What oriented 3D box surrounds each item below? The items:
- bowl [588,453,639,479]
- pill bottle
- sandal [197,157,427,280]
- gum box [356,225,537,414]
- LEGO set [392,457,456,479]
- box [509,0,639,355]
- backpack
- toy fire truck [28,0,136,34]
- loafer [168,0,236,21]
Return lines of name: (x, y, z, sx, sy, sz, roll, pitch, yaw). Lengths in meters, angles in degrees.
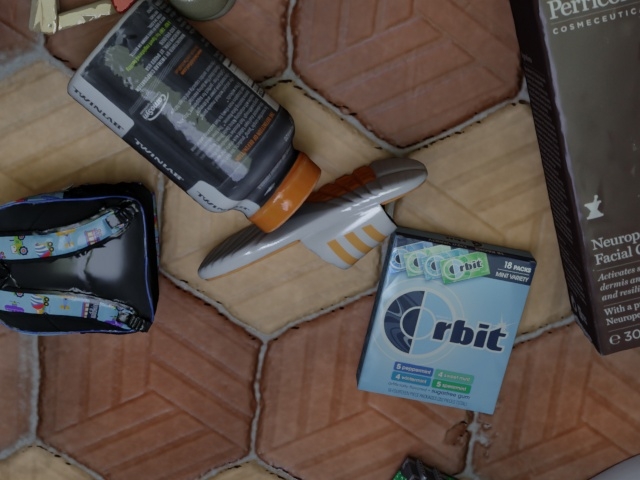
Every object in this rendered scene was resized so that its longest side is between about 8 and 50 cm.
bowl: (0.387, 0.326, 1.249, 0.142, 0.053, 0.142, -28, 107, 6)
pill bottle: (-0.115, -0.116, 1.053, 0.246, 0.130, 0.130, 41, 102, -12)
sandal: (0.000, -0.004, 1.115, 0.265, 0.102, 0.076, -25, 108, 15)
gum box: (0.135, 0.088, 1.172, 0.157, 0.041, 0.184, 11, 108, -5)
LEGO set: (0.134, 0.421, 1.189, 0.255, 0.192, 0.331, 36, 101, -15)
box: (0.324, -0.095, 1.070, 0.191, 0.143, 0.381, -15, 106, 3)
backpack: (-0.257, 0.018, 1.099, 0.173, 0.117, 0.158, -3, 108, -1)
toy fire truck: (-0.276, -0.253, 1.049, 0.192, 0.047, 0.135, -30, 108, 9)
loafer: (-0.116, -0.339, 1.002, 0.102, 0.092, 0.268, -5, 108, 0)
